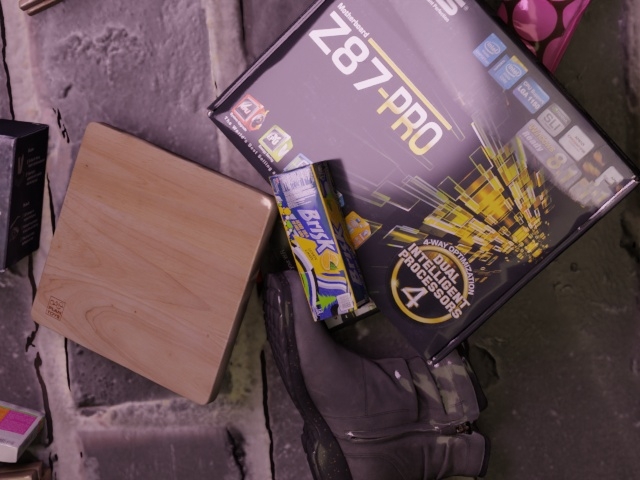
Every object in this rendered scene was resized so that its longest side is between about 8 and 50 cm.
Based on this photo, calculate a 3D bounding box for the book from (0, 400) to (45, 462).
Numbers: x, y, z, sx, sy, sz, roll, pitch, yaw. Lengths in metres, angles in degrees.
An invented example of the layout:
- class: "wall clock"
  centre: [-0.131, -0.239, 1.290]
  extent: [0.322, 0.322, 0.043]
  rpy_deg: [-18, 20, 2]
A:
- class: "book"
  centre: [-0.394, 0.228, 1.888]
  extent: [0.096, 0.144, 0.035]
  rpy_deg: [10, 100, 2]

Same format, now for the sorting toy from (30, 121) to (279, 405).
- class: "sorting toy"
  centre: [-0.182, 0.021, 1.840]
  extent: [0.257, 0.089, 0.255]
  rpy_deg: [24, 104, 21]

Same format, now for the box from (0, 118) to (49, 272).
- class: "box"
  centre: [-0.386, -0.058, 1.835]
  extent: [0.093, 0.156, 0.158]
  rpy_deg: [8, 99, 3]

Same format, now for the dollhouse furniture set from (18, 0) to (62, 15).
- class: "dollhouse furniture set"
  centre: [-0.370, -0.380, 1.730]
  extent: [0.135, 0.259, 0.262]
  rpy_deg: [-27, 95, -3]

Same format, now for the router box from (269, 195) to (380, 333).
- class: "router box"
  centre: [0.017, 0.011, 1.879]
  extent: [0.133, 0.046, 0.179]
  rpy_deg: [-24, 97, 7]

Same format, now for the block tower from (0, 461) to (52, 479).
- class: "block tower"
  centre: [-0.359, 0.443, 1.949]
  extent: [0.097, 0.091, 0.335]
  rpy_deg: [-7, 99, 5]

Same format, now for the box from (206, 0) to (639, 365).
- class: "box"
  centre: [0.115, -0.108, 1.760]
  extent: [0.318, 0.097, 0.395]
  rpy_deg: [-42, 83, 14]

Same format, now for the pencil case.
- class: "pencil case"
  centre: [0.239, -0.222, 1.807]
  extent: [0.098, 0.095, 0.209]
  rpy_deg: [31, 104, 33]

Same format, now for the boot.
- class: "boot"
  centre: [0.069, 0.155, 1.854]
  extent: [0.223, 0.118, 0.338]
  rpy_deg: [-19, 116, -5]

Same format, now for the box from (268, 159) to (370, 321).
- class: "box"
  centre: [0.000, 0.000, 1.726]
  extent: [0.054, 0.059, 0.168]
  rpy_deg: [-16, 92, 18]
